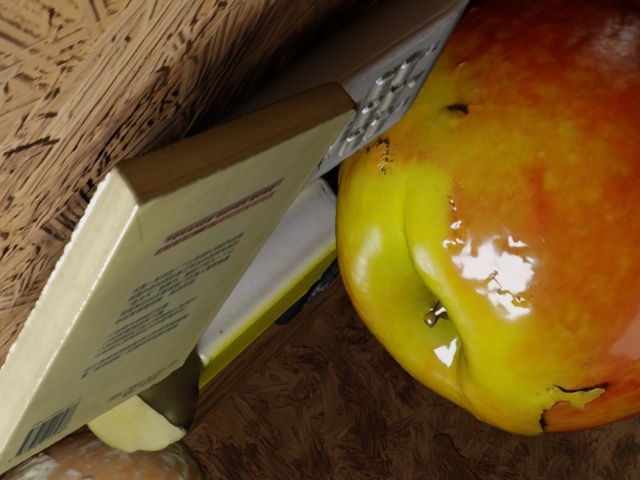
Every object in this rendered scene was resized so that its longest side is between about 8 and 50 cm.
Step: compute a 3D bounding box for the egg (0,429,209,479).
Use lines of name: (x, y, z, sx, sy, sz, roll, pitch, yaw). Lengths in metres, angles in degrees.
egg: (-0.200, 0.268, 1.377, 0.245, 0.203, 0.203, -42, 175, -22)

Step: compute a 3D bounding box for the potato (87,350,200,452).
potato: (-0.149, 0.119, 1.263, 0.103, 0.096, 0.066, -31, -165, 49)

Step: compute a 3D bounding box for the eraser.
eraser: (-0.076, 0.054, 1.375, 0.226, 0.069, 0.158, -41, 176, -35)

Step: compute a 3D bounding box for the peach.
peach: (0.197, -0.035, 1.236, 0.370, 0.370, 0.370, -44, 176, -4)

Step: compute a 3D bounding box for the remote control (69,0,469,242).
remote control: (-0.030, -0.060, 0.876, 0.313, 0.055, 0.109, -36, 166, -34)

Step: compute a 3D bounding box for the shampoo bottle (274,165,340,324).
shampoo bottle: (0.001, -0.001, 1.557, 0.098, 0.071, 0.309, -42, 175, -21)

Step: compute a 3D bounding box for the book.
book: (-0.086, 0.022, 0.790, 0.161, 0.026, 0.231, -28, 161, -46)
